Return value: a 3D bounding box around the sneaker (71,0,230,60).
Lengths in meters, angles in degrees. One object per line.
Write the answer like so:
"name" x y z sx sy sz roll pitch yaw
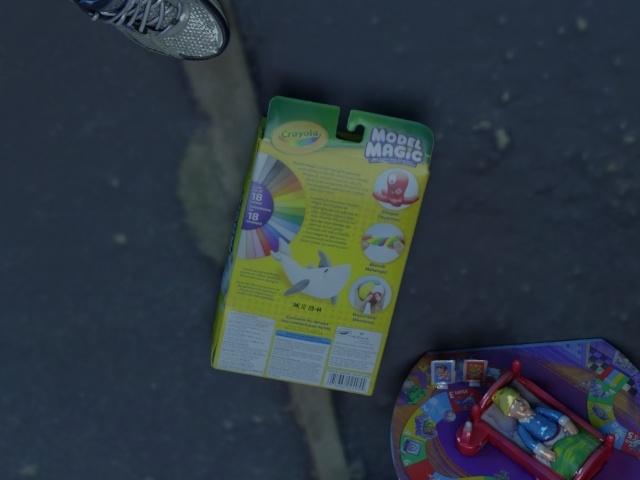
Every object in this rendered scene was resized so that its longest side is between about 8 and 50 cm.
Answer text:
"sneaker" -0.112 -0.136 0.936 0.135 0.058 0.052 30 110 -15

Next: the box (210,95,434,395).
"box" 0.000 0.000 1.011 0.105 0.043 0.179 11 116 -7

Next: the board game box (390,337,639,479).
"board game box" 0.127 0.115 1.020 0.169 0.133 0.033 -4 149 0
